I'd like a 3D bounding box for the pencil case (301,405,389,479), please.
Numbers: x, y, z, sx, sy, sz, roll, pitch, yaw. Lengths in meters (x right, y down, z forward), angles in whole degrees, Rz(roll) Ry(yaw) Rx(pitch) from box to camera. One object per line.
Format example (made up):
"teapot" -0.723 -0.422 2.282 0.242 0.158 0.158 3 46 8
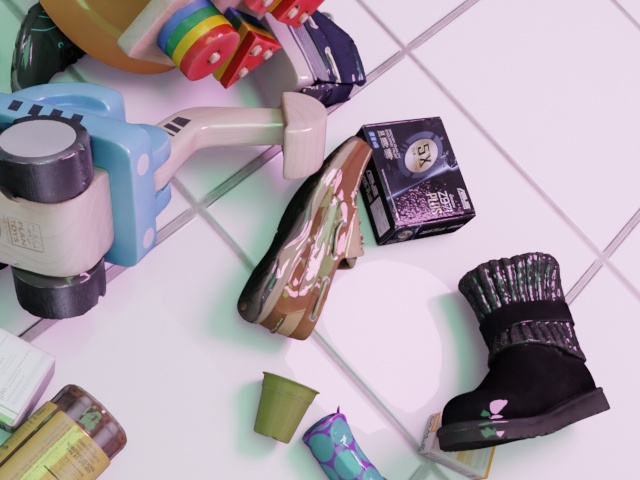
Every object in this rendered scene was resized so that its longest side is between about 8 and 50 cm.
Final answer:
"pencil case" 0.043 0.304 1.060 0.070 0.064 0.152 -36 84 -12

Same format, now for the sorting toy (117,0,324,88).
"sorting toy" -0.103 -0.309 1.059 0.089 0.255 0.257 49 17 5

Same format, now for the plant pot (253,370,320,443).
"plant pot" -0.053 0.226 1.056 0.083 0.083 0.079 24 75 -9

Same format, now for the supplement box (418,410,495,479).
"supplement box" 0.198 0.296 1.134 0.098 0.036 0.062 28 62 -9

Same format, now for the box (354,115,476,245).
"box" 0.142 -0.095 1.250 0.147 0.077 0.180 -9 72 -23

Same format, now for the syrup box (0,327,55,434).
"syrup box" -0.444 0.131 0.939 0.237 0.093 0.096 30 63 -6

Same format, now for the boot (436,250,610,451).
"boot" 0.260 0.153 1.134 0.348 0.131 0.260 -1 69 -45

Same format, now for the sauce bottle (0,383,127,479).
"sauce bottle" -0.374 0.317 0.881 0.111 0.111 0.344 44 63 2

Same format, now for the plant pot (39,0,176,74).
"plant pot" -0.237 -0.410 1.114 0.291 0.203 0.291 20 59 -38

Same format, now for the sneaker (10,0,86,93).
"sneaker" -0.368 -0.308 1.142 0.106 0.101 0.267 19 64 -14

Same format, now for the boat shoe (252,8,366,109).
"boat shoe" -0.054 -0.354 1.277 0.158 0.127 0.340 -13 74 -39

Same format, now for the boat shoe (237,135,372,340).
"boat shoe" 0.000 0.000 1.148 0.120 0.122 0.324 33 68 -12

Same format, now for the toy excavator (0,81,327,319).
"toy excavator" -0.248 -0.112 1.030 0.433 0.222 0.445 14 37 13
